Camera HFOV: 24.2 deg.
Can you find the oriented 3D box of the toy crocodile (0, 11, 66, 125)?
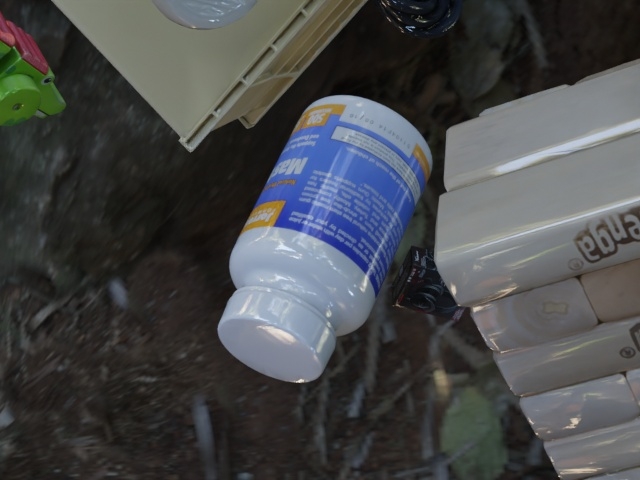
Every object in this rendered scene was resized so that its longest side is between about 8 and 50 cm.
[{"bbox_3d":[-0.390,-0.226,1.697,0.105,0.340,0.115,-37,63,9],"label":"toy crocodile"}]

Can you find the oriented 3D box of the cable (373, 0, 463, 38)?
[{"bbox_3d":[0.035,-0.186,0.782,0.047,0.184,0.151,-27,109,18],"label":"cable"}]

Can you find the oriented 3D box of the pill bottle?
[{"bbox_3d":[0.000,0.000,1.500,0.152,0.152,0.272,31,59,-8],"label":"pill bottle"}]

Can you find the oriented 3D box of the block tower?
[{"bbox_3d":[0.148,0.087,0.457,0.335,0.097,0.091,59,26,-32],"label":"block tower"}]

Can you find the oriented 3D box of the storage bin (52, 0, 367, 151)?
[{"bbox_3d":[-0.087,-0.251,1.113,0.262,0.123,0.260,47,118,4],"label":"storage bin"}]

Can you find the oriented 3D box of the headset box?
[{"bbox_3d":[0.122,0.046,1.536,0.083,0.062,0.032,15,40,-12],"label":"headset box"}]

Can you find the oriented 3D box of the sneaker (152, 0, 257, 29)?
[{"bbox_3d":[-0.101,-0.220,0.824,0.094,0.151,0.256,-13,82,-25],"label":"sneaker"}]
